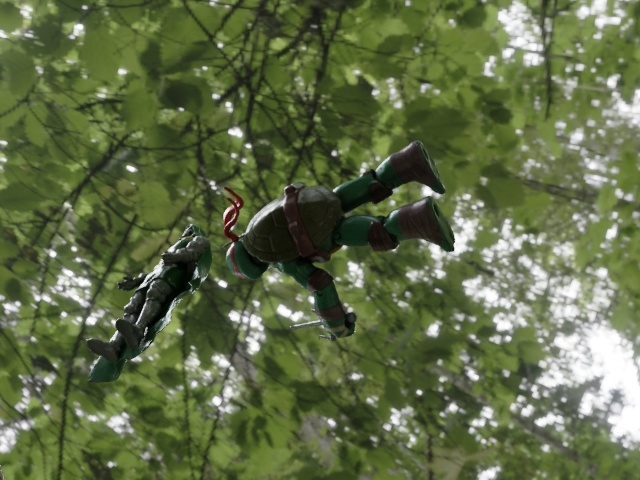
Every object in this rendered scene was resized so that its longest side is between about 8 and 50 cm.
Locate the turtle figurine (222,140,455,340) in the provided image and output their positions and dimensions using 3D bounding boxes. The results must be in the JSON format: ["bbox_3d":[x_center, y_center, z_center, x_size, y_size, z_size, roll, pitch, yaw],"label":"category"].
[{"bbox_3d":[0.000,0.000,0.860,0.118,0.234,0.175,35,-143,-56],"label":"turtle figurine"}]

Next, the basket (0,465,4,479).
[{"bbox_3d":[-0.233,0.141,0.483,0.113,0.103,0.167,-19,-42,-7],"label":"basket"}]

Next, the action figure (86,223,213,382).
[{"bbox_3d":[-0.176,0.049,1.047,0.063,0.137,0.232,51,-150,-15],"label":"action figure"}]
